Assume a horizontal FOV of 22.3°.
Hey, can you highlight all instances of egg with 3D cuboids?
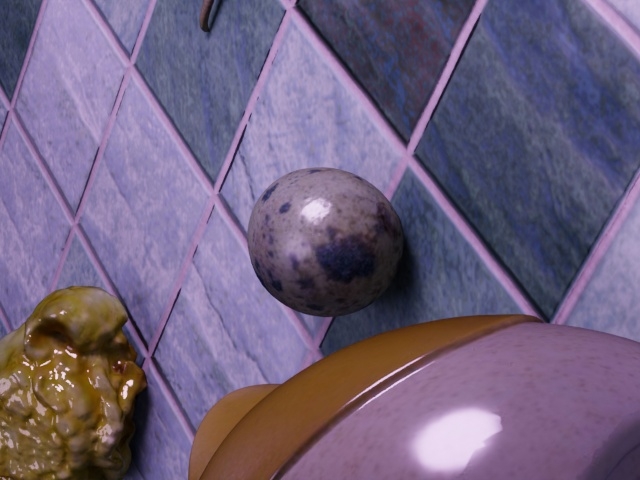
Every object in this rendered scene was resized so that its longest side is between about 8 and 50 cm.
[{"bbox_3d":[0.000,0.000,1.532,0.181,0.141,0.141,26,113,61],"label":"egg"}]

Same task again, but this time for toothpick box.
[{"bbox_3d":[0.106,0.255,1.163,0.425,0.409,0.409,-8,85,50],"label":"toothpick box"}]

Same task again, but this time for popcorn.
[{"bbox_3d":[-0.313,0.204,1.955,0.286,0.174,0.225,-40,84,28],"label":"popcorn"}]

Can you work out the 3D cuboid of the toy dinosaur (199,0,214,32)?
[{"bbox_3d":[-0.087,-0.341,1.701,0.251,0.072,0.200,-11,92,45],"label":"toy dinosaur"}]
